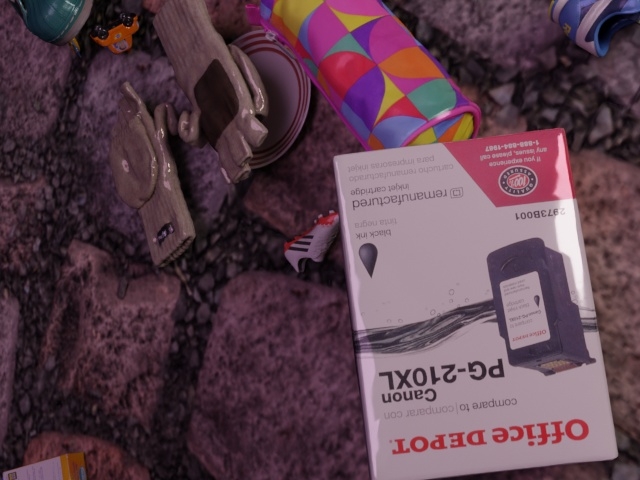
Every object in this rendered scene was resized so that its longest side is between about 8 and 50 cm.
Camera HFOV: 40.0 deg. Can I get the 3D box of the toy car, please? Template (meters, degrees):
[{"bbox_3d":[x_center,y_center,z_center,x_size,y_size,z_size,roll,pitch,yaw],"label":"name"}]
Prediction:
[{"bbox_3d":[-0.251,-0.238,1.027,0.122,0.060,0.041,17,139,51],"label":"toy car"}]

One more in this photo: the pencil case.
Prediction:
[{"bbox_3d":[0.036,-0.151,0.769,0.104,0.104,0.236,-50,60,20],"label":"pencil case"}]

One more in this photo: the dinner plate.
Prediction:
[{"bbox_3d":[-0.063,-0.141,0.885,0.141,0.017,0.141,-5,81,35],"label":"dinner plate"}]

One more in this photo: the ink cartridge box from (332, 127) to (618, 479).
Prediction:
[{"bbox_3d":[0.107,0.052,0.653,0.171,0.100,0.237,-7,79,2],"label":"ink cartridge box"}]

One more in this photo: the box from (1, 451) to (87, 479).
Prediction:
[{"bbox_3d":[-0.319,0.296,1.010,0.136,0.028,0.081,-22,73,34],"label":"box"}]

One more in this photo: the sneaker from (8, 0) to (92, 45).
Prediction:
[{"bbox_3d":[-0.373,-0.345,1.045,0.108,0.121,0.302,-47,56,18],"label":"sneaker"}]

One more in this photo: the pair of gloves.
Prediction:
[{"bbox_3d":[-0.141,-0.115,0.905,0.240,0.042,0.204,-48,62,36],"label":"pair of gloves"}]

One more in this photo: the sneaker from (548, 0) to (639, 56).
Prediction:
[{"bbox_3d":[0.242,-0.197,0.659,0.144,0.053,0.059,-43,62,33],"label":"sneaker"}]

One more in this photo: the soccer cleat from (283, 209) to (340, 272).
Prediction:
[{"bbox_3d":[0.000,0.000,0.820,0.083,0.029,0.036,-34,76,31],"label":"soccer cleat"}]
